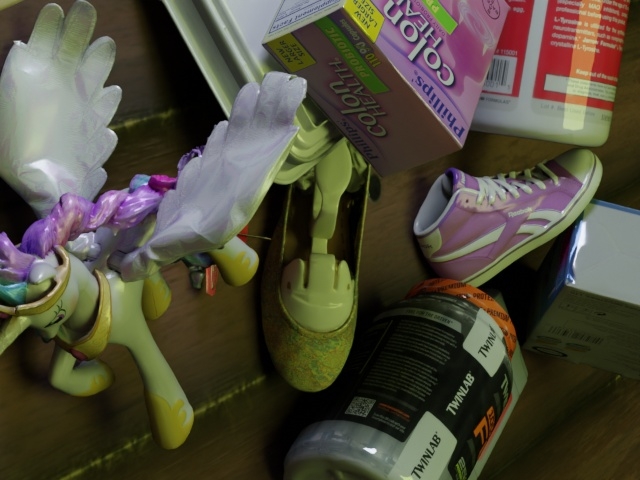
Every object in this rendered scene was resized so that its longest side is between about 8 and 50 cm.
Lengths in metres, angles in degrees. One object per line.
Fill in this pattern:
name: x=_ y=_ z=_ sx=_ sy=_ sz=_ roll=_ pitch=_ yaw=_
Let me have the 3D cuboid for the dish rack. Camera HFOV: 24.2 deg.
dish rack: x=-0.038 y=-0.256 z=1.647 sx=0.285 sy=0.072 sz=0.333 roll=-43 pitch=109 yaw=-49

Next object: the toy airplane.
toy airplane: x=-0.108 y=-0.013 z=1.674 sx=0.151 sy=0.028 sz=0.151 roll=-8 pitch=99 yaw=-57

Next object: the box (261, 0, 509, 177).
box: x=0.079 y=-0.236 z=1.626 sx=0.213 sy=0.117 sz=0.243 roll=47 pitch=46 yaw=-27

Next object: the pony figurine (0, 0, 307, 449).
pony figurine: x=-0.175 y=-0.003 z=1.394 sx=0.351 sy=0.303 sz=0.363 roll=-67 pitch=158 yaw=-15

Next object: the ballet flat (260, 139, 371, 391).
ballet flat: x=0.000 y=0.000 z=1.752 sx=0.123 sy=0.123 sz=0.348 roll=25 pitch=68 yaw=-55

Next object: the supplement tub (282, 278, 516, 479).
supplement tub: x=0.111 y=0.215 z=1.859 sx=0.338 sy=0.207 sz=0.207 roll=-55 pitch=135 yaw=-40

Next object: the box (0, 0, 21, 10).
box: x=-0.336 y=-0.233 z=1.208 sx=0.311 sy=0.148 sz=0.121 roll=-39 pitch=123 yaw=-48

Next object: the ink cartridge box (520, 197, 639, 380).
ink cartridge box: x=0.464 y=0.098 z=2.258 sx=0.395 sy=0.270 sz=0.151 roll=101 pitch=5 yaw=-68

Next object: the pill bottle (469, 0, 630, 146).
pill bottle: x=0.321 y=-0.345 z=2.096 sx=0.229 sy=0.229 sz=0.407 roll=1 pitch=99 yaw=-57

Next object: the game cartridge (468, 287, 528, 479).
game cartridge: x=0.213 y=0.215 z=2.162 sx=0.294 sy=0.060 sz=0.196 roll=-55 pitch=131 yaw=-40

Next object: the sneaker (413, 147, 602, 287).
sneaker: x=0.257 y=-0.064 z=2.072 sx=0.282 sy=0.102 sz=0.161 roll=-39 pitch=123 yaw=-4
